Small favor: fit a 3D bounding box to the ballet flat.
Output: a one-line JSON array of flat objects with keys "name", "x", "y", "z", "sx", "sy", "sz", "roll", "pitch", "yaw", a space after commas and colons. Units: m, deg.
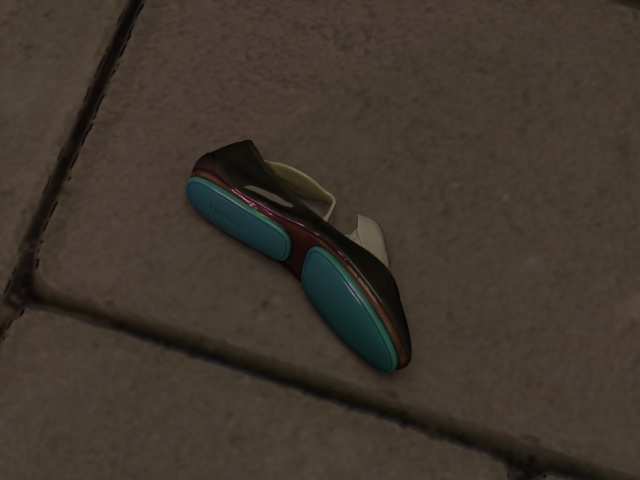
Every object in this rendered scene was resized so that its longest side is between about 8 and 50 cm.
[{"name": "ballet flat", "x": 0.000, "y": 0.000, "z": 1.509, "sx": 0.280, "sy": 0.095, "sz": 0.096, "roll": 42, "pitch": 59, "yaw": 13}]
